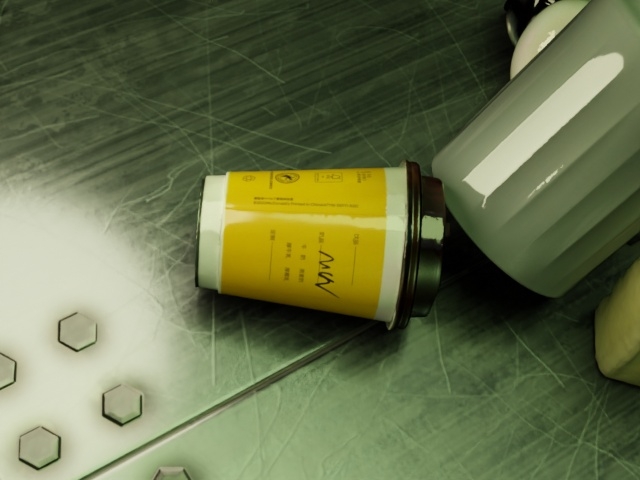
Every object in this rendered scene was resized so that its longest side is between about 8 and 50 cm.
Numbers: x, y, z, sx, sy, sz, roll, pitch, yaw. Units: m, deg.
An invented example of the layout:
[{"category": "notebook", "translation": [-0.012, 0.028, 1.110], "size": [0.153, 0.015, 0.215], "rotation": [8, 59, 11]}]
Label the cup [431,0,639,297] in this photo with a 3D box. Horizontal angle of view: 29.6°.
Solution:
[{"category": "cup", "translation": [0.350, -0.111, 1.427], "size": [0.322, 0.327, 0.237], "rotation": [20, 35, -44]}]

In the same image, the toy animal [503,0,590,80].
[{"category": "toy animal", "translation": [0.350, -0.266, 1.599], "size": [0.212, 0.212, 0.267], "rotation": [4, 57, -12]}]

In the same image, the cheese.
[{"category": "cheese", "translation": [0.478, 0.076, 1.402], "size": [0.242, 0.265, 0.124], "rotation": [3, 60, -12]}]

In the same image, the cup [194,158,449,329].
[{"category": "cup", "translation": [0.000, 0.000, 1.382], "size": [0.279, 0.196, 0.196], "rotation": [3, 60, -3]}]
